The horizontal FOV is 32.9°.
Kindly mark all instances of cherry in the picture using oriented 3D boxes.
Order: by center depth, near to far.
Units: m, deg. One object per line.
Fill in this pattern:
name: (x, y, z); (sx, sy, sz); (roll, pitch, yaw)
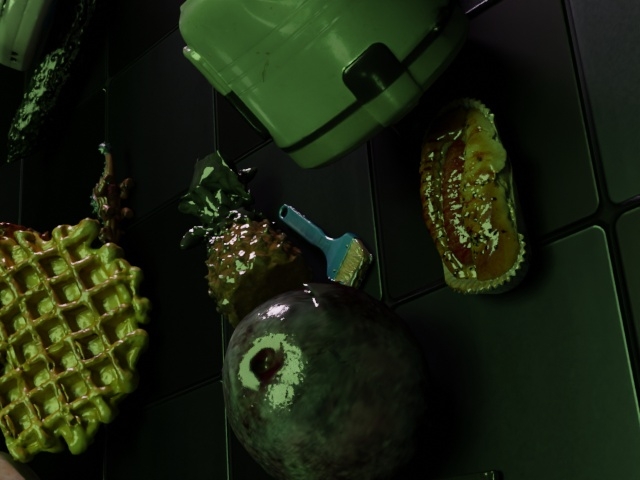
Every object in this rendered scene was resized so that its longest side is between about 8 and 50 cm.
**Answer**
cherry: (0.002, 0.129, 0.942); (0.195, 0.195, 0.195); (-19, 64, 45)

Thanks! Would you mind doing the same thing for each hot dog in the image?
hot dog: (0.132, -0.041, 0.950); (0.099, 0.053, 0.192); (-28, 59, 38)

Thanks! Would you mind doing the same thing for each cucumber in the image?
cucumber: (-0.395, -0.246, 1.615); (0.072, 0.072, 0.300); (38, 106, 48)

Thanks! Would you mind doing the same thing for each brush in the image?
brush: (0.000, 0.000, 1.121); (0.164, 0.014, 0.051); (37, 105, 49)

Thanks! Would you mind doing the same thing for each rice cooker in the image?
rice cooker: (0.006, -0.190, 0.995); (0.226, 0.244, 0.226); (-43, 15, 14)

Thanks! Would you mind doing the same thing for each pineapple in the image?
pineapple: (-0.088, -0.004, 1.160); (0.119, 0.111, 0.237); (-38, 40, 2)

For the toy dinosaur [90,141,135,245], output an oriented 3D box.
toy dinosaur: (-0.278, -0.059, 1.436); (0.055, 0.049, 0.154); (-25, 64, 46)

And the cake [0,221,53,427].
cake: (-0.421, 0.117, 1.419); (0.159, 0.158, 0.262); (-131, 62, -75)

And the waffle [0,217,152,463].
waffle: (-0.340, 0.117, 1.342); (0.283, 0.065, 0.310); (13, 72, 15)

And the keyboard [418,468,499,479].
keyboard: (0.094, 0.231, 0.936); (0.155, 0.010, 0.053); (-20, 62, 44)

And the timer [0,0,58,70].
timer: (-0.427, -0.391, 1.623); (0.237, 0.087, 0.262); (-15, 56, 70)

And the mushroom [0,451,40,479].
mushroom: (-0.417, 0.366, 1.320); (0.189, 0.195, 0.254); (-120, 23, -61)
